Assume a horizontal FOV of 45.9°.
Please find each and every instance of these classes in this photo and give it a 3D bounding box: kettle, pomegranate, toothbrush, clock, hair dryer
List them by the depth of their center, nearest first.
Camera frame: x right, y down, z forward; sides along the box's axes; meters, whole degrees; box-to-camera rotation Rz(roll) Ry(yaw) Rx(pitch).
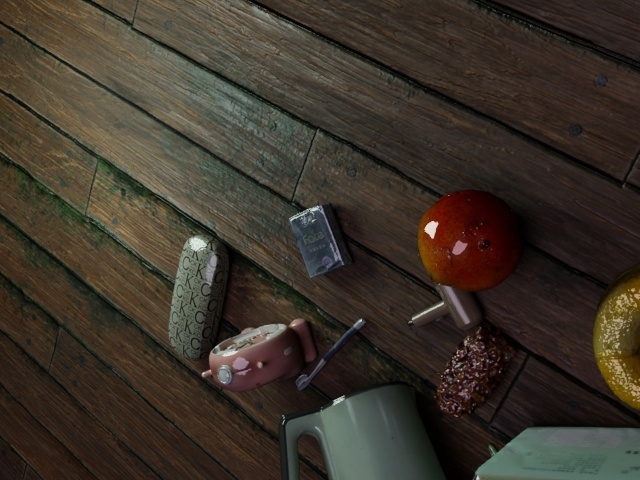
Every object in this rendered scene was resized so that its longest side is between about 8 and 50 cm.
[{"bbox_3d":[0.291,0.006,1.512,0.210,0.210,0.235,59,148,10],"label":"pomegranate"},{"bbox_3d":[0.094,0.525,1.625,0.250,0.361,0.376,101,153,-64],"label":"kettle"},{"bbox_3d":[0.261,0.156,1.652,0.182,0.064,0.117,-34,81,42],"label":"hair dryer"},{"bbox_3d":[-0.157,0.299,1.849,0.227,0.241,0.142,-15,94,34],"label":"clock"},{"bbox_3d":[0.024,0.277,1.853,0.288,0.024,0.026,-50,57,31],"label":"toothbrush"}]

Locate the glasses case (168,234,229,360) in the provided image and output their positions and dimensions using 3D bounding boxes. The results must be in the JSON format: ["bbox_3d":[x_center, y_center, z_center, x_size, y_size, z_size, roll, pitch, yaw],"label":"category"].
[{"bbox_3d":[-0.328,0.156,2.028,0.137,0.085,0.354,24,112,30],"label":"glasses case"}]

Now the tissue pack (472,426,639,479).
[{"bbox_3d":[0.530,0.466,1.356,0.405,0.332,0.205,-6,93,36],"label":"tissue pack"}]

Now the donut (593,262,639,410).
[{"bbox_3d":[0.630,0.188,1.372,0.303,0.110,0.302,7,102,34],"label":"donut"}]

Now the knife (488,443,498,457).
[{"bbox_3d":[0.412,0.539,1.643,0.030,0.014,0.207,-30,82,33],"label":"knife"}]

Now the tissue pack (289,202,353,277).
[{"bbox_3d":[0.000,0.000,1.798,0.112,0.051,0.156,-22,87,36],"label":"tissue pack"}]

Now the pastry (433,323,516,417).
[{"bbox_3d":[0.324,0.280,1.602,0.115,0.097,0.208,37,116,30],"label":"pastry"}]
